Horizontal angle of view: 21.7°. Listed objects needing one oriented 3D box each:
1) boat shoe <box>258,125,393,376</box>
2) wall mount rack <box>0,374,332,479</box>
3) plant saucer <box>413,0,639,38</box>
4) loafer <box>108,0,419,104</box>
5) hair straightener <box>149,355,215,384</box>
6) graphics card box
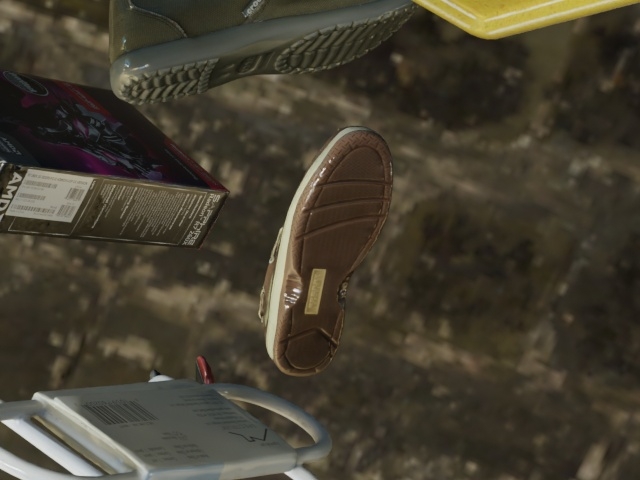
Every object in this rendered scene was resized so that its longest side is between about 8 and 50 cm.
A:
[{"bbox_3d":[-0.007,-0.001,1.601,0.095,0.257,0.095,11,22,-24],"label":"boat shoe"},{"bbox_3d":[-0.093,0.206,1.172,0.304,0.130,0.350,32,16,31],"label":"wall mount rack"},{"bbox_3d":[0.059,-0.200,0.831,0.333,0.081,0.333,26,-10,-21],"label":"plant saucer"},{"bbox_3d":[-0.040,-0.168,1.199,0.251,0.094,0.087,-14,77,-26],"label":"loafer"},{"bbox_3d":[-0.134,0.176,1.445,0.089,0.230,0.047,-15,62,-12],"label":"hair straightener"},{"bbox_3d":[-0.299,-0.096,1.849,0.233,0.094,0.371,42,21,31],"label":"graphics card box"}]
